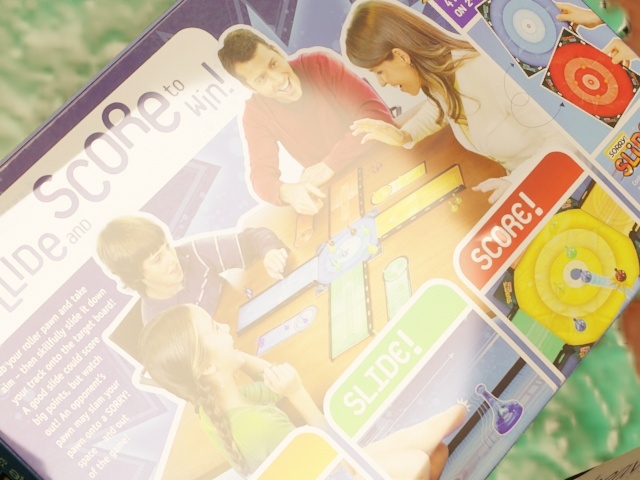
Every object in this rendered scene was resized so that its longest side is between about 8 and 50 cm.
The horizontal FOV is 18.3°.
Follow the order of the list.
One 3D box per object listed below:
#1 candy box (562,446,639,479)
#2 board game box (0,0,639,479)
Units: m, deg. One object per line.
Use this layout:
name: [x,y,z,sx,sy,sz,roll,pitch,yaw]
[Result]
candy box: [0.123,0.149,0.415,0.233,0.159,0.071,48,62,-1]
board game box: [0.000,0.000,0.490,0.136,0.035,0.201,45,61,-1]
